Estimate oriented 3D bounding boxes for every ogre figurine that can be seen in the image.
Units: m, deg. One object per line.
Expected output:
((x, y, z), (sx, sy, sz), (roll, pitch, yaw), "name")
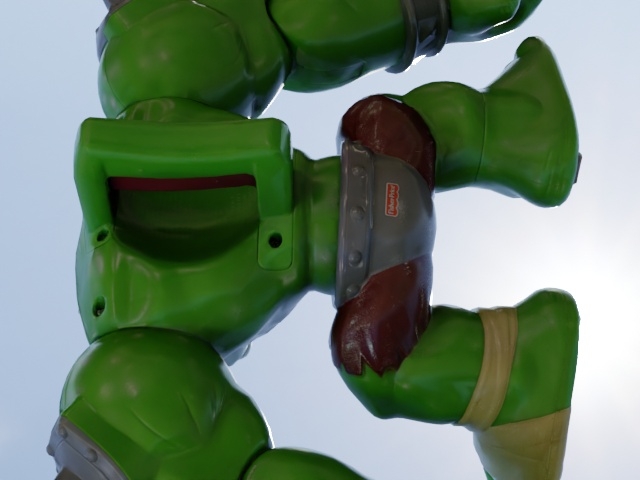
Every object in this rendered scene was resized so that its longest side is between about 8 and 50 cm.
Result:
((0.000, 0.000, 0.382), (0.118, 0.197, 0.097), (6, 170, -8), "ogre figurine")
